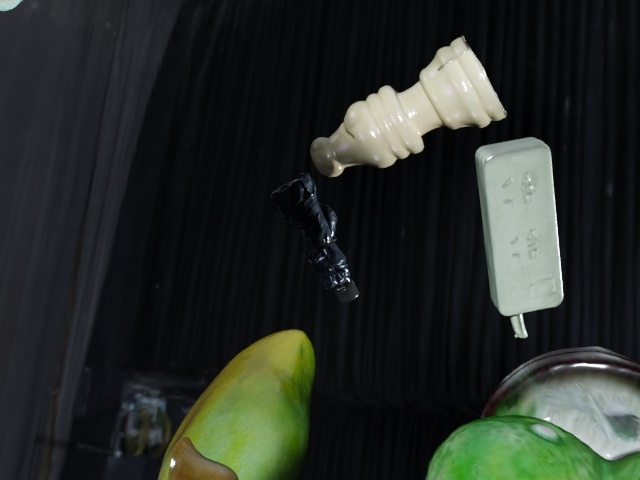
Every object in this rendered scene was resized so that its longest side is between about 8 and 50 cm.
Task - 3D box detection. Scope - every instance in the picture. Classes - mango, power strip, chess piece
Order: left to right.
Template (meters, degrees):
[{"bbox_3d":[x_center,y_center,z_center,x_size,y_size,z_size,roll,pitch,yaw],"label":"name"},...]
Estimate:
[{"bbox_3d":[-0.057,0.146,0.602,0.086,0.122,0.191,37,-156,-4],"label":"mango"},{"bbox_3d":[0.127,-0.188,1.315,0.307,0.138,0.124,-28,-166,14],"label":"chess piece"},{"bbox_3d":[0.272,0.007,1.115,0.093,0.287,0.053,-12,-160,-2],"label":"power strip"}]

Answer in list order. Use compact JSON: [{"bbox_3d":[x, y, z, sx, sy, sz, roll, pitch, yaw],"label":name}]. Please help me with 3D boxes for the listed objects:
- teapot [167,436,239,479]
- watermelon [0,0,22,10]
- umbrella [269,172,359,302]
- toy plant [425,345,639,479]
[{"bbox_3d":[-0.040,0.135,0.349,0.080,0.084,0.110,10,163,25],"label":"teapot"},{"bbox_3d":[-0.246,-0.217,0.629,0.085,0.085,0.061,19,133,-42],"label":"watermelon"},{"bbox_3d":[0.002,-0.001,1.350,0.080,0.224,0.071,-27,-171,11],"label":"umbrella"},{"bbox_3d":[0.193,0.171,0.606,0.218,0.175,0.235,7,-173,13],"label":"toy plant"}]
